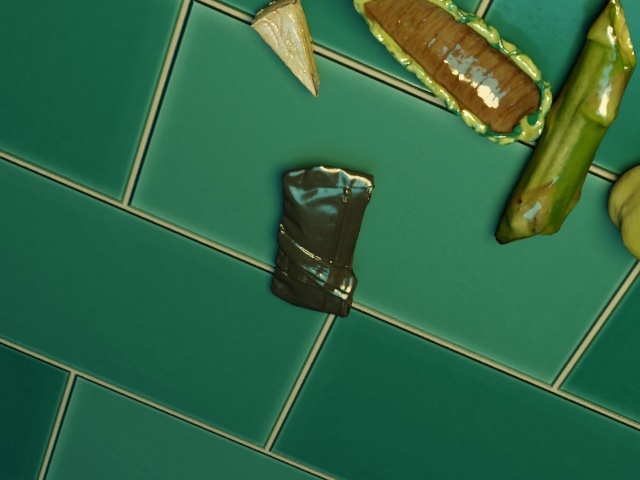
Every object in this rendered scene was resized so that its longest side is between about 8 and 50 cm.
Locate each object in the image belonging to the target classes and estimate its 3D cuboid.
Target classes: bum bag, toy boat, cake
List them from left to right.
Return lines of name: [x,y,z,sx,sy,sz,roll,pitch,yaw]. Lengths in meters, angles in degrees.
cake: [-0.035,-0.232,1.169,0.065,0.052,0.121,-15,117,14]
bum bag: [0.000,0.000,1.292,0.123,0.060,0.248,14,124,5]
toy boat: [0.145,-0.223,1.110,0.293,0.099,0.108,34,121,-17]

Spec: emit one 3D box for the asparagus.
asparagus: [0.301,-0.130,1.140,0.085,0.082,0.343,31,122,16]

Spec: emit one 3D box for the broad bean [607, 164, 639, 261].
broad bean: [0.477,-0.051,1.124,0.263,0.121,0.189,-27,115,23]
